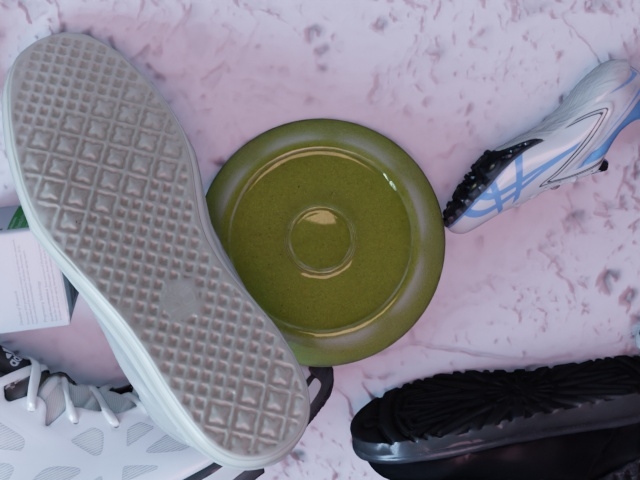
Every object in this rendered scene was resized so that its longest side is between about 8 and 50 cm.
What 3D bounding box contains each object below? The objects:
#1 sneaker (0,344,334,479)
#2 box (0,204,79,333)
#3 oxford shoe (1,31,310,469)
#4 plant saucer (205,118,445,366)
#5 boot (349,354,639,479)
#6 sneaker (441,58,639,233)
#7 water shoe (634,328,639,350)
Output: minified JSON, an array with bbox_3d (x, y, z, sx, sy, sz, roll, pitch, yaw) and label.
[{"bbox_3d":[-0.223,0.167,1.450,0.447,0.169,0.257,-32,97,-4],"label":"sneaker"},{"bbox_3d":[-0.283,0.025,1.432,0.087,0.101,0.102,-8,107,-1],"label":"box"},{"bbox_3d":[-0.161,0.015,1.376,0.169,0.130,0.449,-28,80,-17],"label":"oxford shoe"},{"bbox_3d":[0.000,0.000,1.431,0.241,0.037,0.241,0,85,1],"label":"plant saucer"},{"bbox_3d":[0.211,0.271,1.532,0.348,0.131,0.260,-6,108,-3],"label":"boot"},{"bbox_3d":[0.220,-0.076,1.445,0.237,0.085,0.086,-38,104,10],"label":"sneaker"},{"bbox_3d":[0.423,0.111,1.526,0.203,0.073,0.080,-8,111,-1],"label":"water shoe"}]
